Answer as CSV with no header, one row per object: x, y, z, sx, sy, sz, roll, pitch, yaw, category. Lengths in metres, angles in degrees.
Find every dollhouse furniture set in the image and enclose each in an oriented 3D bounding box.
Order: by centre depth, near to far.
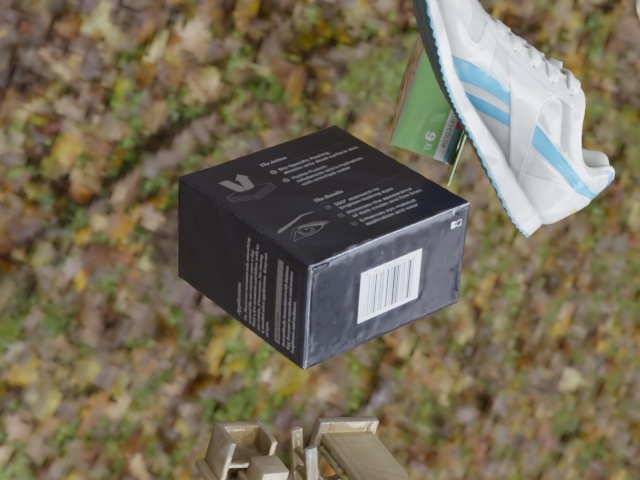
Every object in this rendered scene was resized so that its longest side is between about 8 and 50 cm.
0.004,0.233,1.325,0.161,0.182,0.101,2,117,-30,dollhouse furniture set

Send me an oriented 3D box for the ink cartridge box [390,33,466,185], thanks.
0.112,-0.145,1.573,0.209,0.062,0.109,-77,-175,-65,ink cartridge box

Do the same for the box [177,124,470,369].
0.000,0.000,1.242,0.156,0.158,0.093,-21,129,-35,box

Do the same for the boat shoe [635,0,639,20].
0.254,-0.136,0.937,0.233,0.084,0.079,7,68,-40,boat shoe

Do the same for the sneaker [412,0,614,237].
0.139,-0.118,1.244,0.092,0.087,0.229,-28,113,6,sneaker
